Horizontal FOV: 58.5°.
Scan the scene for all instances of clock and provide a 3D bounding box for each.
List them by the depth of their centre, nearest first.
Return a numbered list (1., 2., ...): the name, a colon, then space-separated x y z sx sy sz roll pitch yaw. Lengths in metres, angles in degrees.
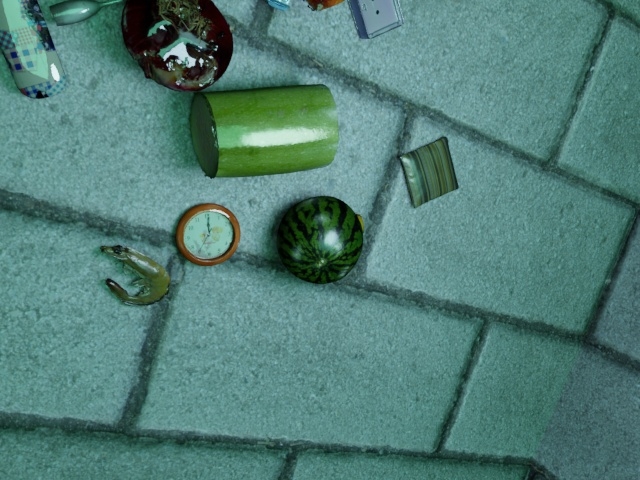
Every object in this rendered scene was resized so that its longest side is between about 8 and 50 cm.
1. clock: -0.354 -0.018 1.809 0.205 0.051 0.205 -7 108 -21
2. clock: 0.171 -0.758 1.818 0.145 0.073 0.193 -28 115 -15

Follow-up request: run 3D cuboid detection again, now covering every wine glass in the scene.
1. wine glass: -0.609 -0.615 1.512 0.198 0.066 0.066 -22 113 -16

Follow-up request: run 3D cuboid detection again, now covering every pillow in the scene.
1. pillow: 0.399 -0.248 2.086 0.212 0.052 0.208 -25 111 -18

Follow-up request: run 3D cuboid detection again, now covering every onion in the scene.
1. onion: -0.386 -0.545 1.548 0.314 0.232 0.314 10 72 -33

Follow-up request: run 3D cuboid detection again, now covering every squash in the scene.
1. squash: -0.167 -0.320 1.686 0.384 0.263 0.263 -9 109 -22

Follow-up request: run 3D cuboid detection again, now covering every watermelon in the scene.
1. watermelon: 0.000 0.000 1.856 0.285 0.285 0.285 -7 108 -23

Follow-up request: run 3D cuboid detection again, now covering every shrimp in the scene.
1. shrimp: -0.579 0.113 1.749 0.253 0.058 0.173 33 99 -30

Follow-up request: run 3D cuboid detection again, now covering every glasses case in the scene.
1. glasses case: -0.760 -0.528 1.458 0.125 0.076 0.327 -22 113 -19

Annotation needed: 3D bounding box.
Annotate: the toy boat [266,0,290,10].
1. toy boat: -0.173 -0.742 1.655 0.238 0.109 0.098 8 126 -31

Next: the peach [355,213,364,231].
1. peach: 0.109 -0.048 2.003 0.098 0.061 0.098 -10 102 -53

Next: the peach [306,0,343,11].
1. peach: 0.019 -0.786 1.669 0.189 0.068 0.279 16 63 -7
